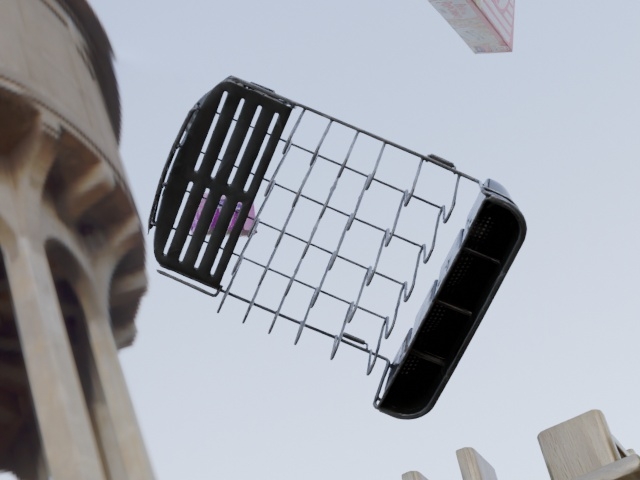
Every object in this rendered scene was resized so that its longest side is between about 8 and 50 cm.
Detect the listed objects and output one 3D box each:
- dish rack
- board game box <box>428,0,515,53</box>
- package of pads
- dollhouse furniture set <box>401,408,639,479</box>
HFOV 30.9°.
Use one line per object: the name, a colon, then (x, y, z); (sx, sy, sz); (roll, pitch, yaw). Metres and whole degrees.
dish rack: (0.000, 0.000, 0.903); (0.271, 0.074, 0.208); (23, -65, -2)
board game box: (0.150, -0.282, 1.140); (0.045, 0.147, 0.193); (0, -7, 23)
package of pads: (-0.116, -0.030, 1.382); (0.083, 0.050, 0.032); (2, -17, -33)
dollhouse furniture set: (0.204, 0.212, 0.704); (0.212, 0.161, 0.242); (-27, -43, 17)
